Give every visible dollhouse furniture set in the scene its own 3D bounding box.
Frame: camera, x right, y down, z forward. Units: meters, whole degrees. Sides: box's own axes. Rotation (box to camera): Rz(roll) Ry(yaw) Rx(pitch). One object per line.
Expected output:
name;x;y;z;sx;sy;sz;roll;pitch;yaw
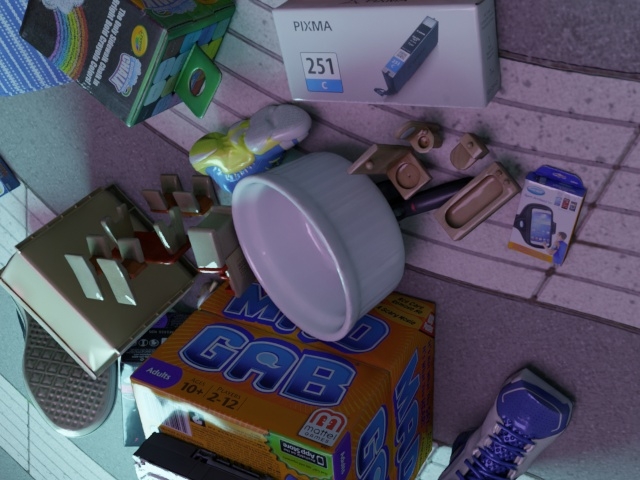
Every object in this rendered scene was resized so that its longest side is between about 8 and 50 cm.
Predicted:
dollhouse furniture set;0.152;-0.081;1.083;0.144;0.123;0.151;-42;73;25
dollhouse furniture set;-0.244;0.013;1.368;0.259;0.262;0.135;4;126;31

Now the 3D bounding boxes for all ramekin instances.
ramekin;0.000;0.000;1.223;0.277;0.135;0.277;39;147;32

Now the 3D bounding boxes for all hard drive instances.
hard drive;-0.158;0.470;1.279;0.237;0.064;0.338;14;128;25

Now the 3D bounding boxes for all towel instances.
towel;-0.519;-0.374;1.402;0.336;0.040;0.243;-2;131;33

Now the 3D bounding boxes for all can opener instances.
can opener;0.142;-0.058;1.192;0.186;0.059;0.073;-10;115;39

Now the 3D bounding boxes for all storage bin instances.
storage bin;-0.405;0.064;1.511;0.262;0.260;0.123;46;136;-3

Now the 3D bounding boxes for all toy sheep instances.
toy sheep;-0.184;0.130;1.532;0.132;0.091;0.091;50;140;29

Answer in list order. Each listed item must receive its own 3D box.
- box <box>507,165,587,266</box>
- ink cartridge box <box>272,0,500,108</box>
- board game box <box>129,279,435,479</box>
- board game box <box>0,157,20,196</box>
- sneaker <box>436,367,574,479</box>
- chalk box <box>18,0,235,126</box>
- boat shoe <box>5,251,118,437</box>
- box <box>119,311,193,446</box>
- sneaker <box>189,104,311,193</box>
box;0.312;-0.035;1.116;0.081;0.028;0.136;21;133;21
ink cartridge box;0.074;-0.307;1.053;0.296;0.066;0.261;8;126;30
board game box;-0.040;0.297;1.365;0.357;0.356;0.356;14;128;25
board game box;-0.739;-0.175;1.721;0.136;0.035;0.201;-19;110;41
sneaker;0.284;0.366;1.319;0.127;0.182;0.315;34;134;7
chalk box;-0.257;-0.302;1.189;0.289;0.179;0.180;39;128;5
boat shoe;-0.516;0.204;1.646;0.500;0.187;0.156;52;163;42
box;-0.318;0.288;1.657;0.165;0.143;0.270;2;130;-7
sneaker;-0.091;-0.135;1.292;0.240;0.091;0.126;-8;134;37
